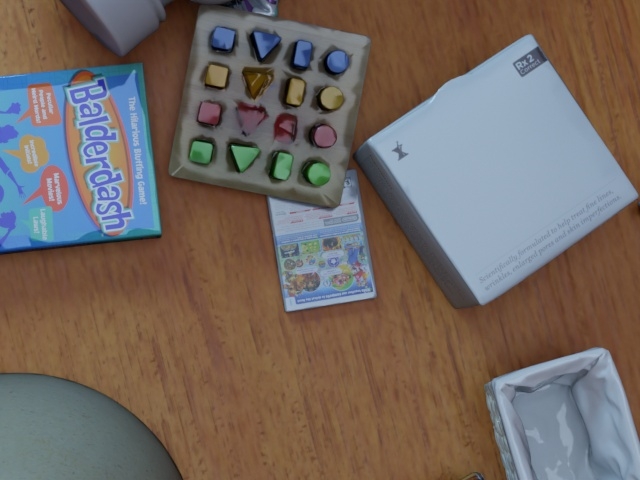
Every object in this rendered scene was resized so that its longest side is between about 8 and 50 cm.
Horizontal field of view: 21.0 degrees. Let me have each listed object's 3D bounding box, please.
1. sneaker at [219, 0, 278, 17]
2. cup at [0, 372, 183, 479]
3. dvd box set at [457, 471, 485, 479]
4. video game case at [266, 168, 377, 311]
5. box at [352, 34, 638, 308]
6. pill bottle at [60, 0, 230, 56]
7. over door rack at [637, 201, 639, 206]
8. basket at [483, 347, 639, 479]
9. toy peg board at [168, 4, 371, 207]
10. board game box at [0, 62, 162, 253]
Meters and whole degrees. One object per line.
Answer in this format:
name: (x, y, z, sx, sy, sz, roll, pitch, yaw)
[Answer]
sneaker: (-0.072, -0.221, 1.594, 0.069, 0.038, 0.098, 8, 85, -6)
cup: (-0.262, 0.277, 1.439, 0.331, 0.237, 0.331, 0, 86, -7)
dvd box set: (0.049, 0.406, 1.428, 0.420, 0.062, 0.308, -20, 76, -37)
video game case: (0.000, 0.000, 1.600, 0.087, 0.011, 0.122, -9, 87, -7)
box: (0.156, -0.059, 1.567, 0.181, 0.119, 0.182, -34, 90, -7)
pill bottle: (-0.078, -0.357, 1.507, 0.407, 0.229, 0.229, -42, 91, -8)
over door rack: (0.491, -0.002, 1.606, 0.324, 0.108, 0.239, -24, 90, -8)
basket: (0.222, 0.190, 1.565, 0.113, 0.103, 0.167, -16, 87, -7)
toy peg board: (-0.044, -0.121, 1.547, 0.161, 0.079, 0.161, 11, 93, -5)
board game box: (-0.256, -0.070, 1.559, 0.210, 0.047, 0.160, -7, 87, -8)
